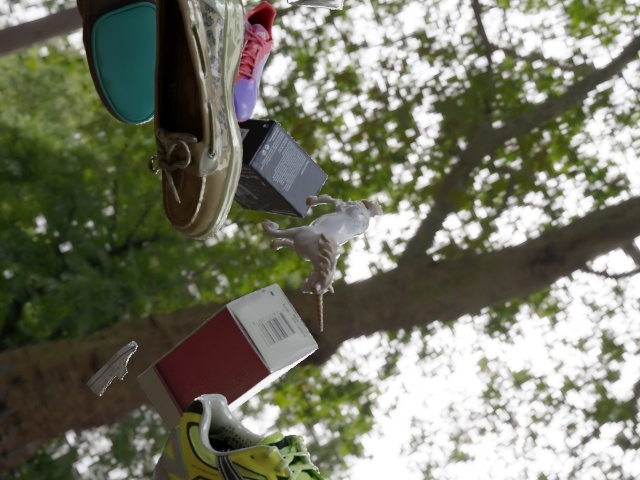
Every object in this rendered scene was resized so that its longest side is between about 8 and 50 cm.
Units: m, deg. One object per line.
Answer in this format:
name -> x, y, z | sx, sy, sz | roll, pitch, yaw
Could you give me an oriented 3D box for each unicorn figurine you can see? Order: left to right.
unicorn figurine -> 0.000, 0.000, 1.075 | 0.111, 0.162, 0.060 | 14, -38, 44

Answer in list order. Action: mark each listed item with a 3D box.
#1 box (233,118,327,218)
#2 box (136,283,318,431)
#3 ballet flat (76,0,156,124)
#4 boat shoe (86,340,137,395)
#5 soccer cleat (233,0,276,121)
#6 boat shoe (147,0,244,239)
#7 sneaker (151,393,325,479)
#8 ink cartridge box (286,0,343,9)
box -> -0.102, -0.122, 1.829 | 0.156, 0.093, 0.158 | 10, -25, 45
box -> -0.145, 0.191, 1.721 | 0.232, 0.148, 0.127 | -39, -99, 31
ballet flat -> -0.273, -0.321, 1.426 | 0.124, 0.116, 0.342 | -127, -159, -54
boat shoe -> -0.317, 0.201, 1.713 | 0.035, 0.100, 0.035 | 45, -5, 6
soccer cleat -> -0.113, -0.272, 1.658 | 0.083, 0.248, 0.095 | 33, -57, -22
boat shoe -> -0.148, -0.142, 1.201 | 0.104, 0.089, 0.285 | 7, -83, 39
sneaker -> -0.041, 0.305, 1.230 | 0.384, 0.145, 0.147 | 23, -71, 30
ink cartridge box -> 0.003, -0.425, 1.399 | 0.134, 0.078, 0.231 | 89, 7, -86
